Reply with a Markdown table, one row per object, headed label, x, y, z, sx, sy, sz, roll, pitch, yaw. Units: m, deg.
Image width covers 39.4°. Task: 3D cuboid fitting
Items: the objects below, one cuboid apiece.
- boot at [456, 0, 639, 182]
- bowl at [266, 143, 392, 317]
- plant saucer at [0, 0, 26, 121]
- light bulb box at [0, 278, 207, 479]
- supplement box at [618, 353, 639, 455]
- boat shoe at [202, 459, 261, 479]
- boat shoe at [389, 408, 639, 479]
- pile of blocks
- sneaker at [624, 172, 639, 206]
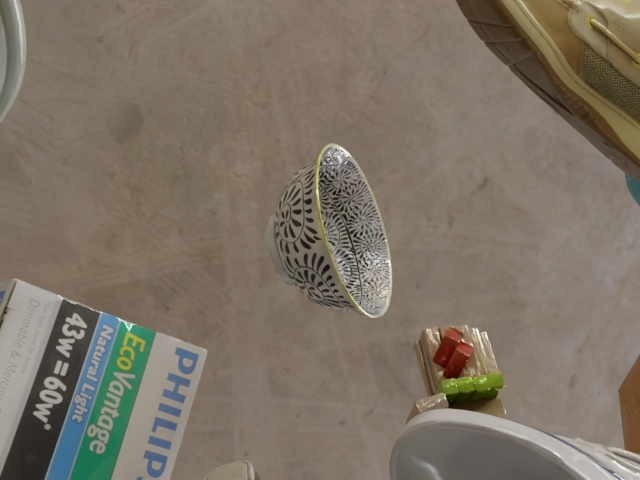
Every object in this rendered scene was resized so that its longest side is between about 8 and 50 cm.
| label | x | y | z | sx | sy | sz | roll | pitch | yaw |
| --- | --- | --- | --- | --- | --- | --- | --- | --- | --- |
| boot | 0.241 | -0.189 | 0.675 | 0.262 | 0.095 | 0.203 | 40 | 96 | -13 |
| bowl | 0.000 | 0.000 | 0.850 | 0.170 | 0.080 | 0.170 | 50 | 31 | -46 |
| plant saucer | -0.484 | -0.212 | 0.828 | 0.100 | 0.400 | 0.400 | -77 | 147 | -46 |
| light bulb box | -0.344 | 0.250 | 0.981 | 0.225 | 0.361 | 0.358 | 25 | 70 | -30 |
| supplement box | 0.563 | 0.248 | 1.311 | 0.191 | 0.194 | 0.129 | 83 | 9 | -59 |
| boat shoe | -0.111 | 0.396 | 1.214 | 0.112 | 0.335 | 0.095 | -21 | 96 | -2 |
| boat shoe | 0.162 | 0.163 | 0.508 | 0.095 | 0.258 | 0.084 | -65 | 174 | 18 |
| pile of blocks | 0.174 | 0.259 | 1.144 | 0.112 | 0.149 | 0.362 | 98 | 6 | -61 |
| sneaker | 0.498 | -0.109 | 0.954 | 0.208 | 0.319 | 0.127 | -30 | 98 | -25 |
